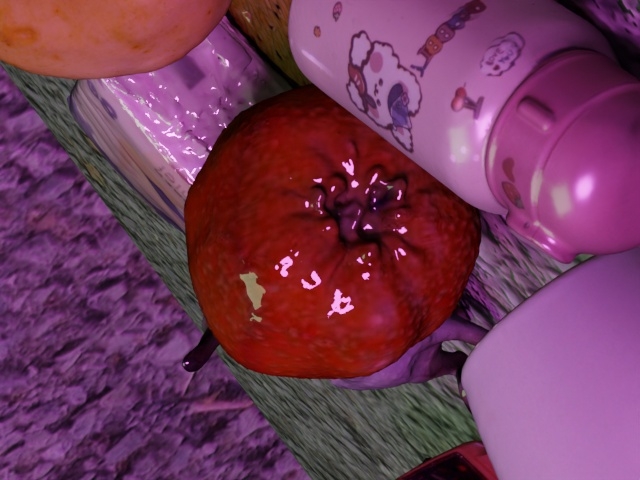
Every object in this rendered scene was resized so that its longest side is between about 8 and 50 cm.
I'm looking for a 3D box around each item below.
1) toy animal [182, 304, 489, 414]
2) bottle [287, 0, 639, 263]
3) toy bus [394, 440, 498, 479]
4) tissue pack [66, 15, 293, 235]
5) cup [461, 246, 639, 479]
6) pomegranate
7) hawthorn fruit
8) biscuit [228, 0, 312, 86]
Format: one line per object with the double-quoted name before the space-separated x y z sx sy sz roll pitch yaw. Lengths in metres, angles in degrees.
"toy animal" 0.041 0.075 1.457 0.324 0.090 0.195 17 -161 -18
"bottle" 0.087 -0.075 0.961 0.233 0.110 0.110 42 166 42
"toy bus" 0.173 0.365 1.771 0.203 0.233 0.427 42 169 38
"tissue pack" -0.092 -0.077 1.595 0.242 0.125 0.344 49 173 -6
"cup" 0.209 0.132 1.057 0.234 0.186 0.258 56 -161 21
"pomegranate" -0.159 -0.213 1.217 0.233 0.233 0.233 49 169 13
"hawthorn fruit" 0.000 0.000 1.310 0.205 0.205 0.253 51 165 1
"biscuit" -0.041 -0.180 1.358 0.188 0.027 0.188 47 169 12
